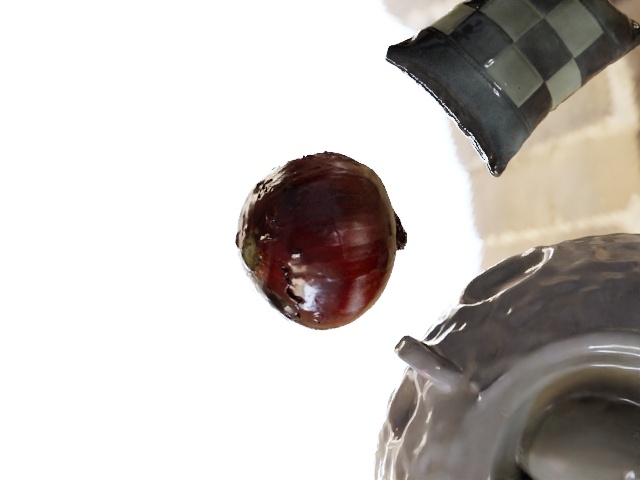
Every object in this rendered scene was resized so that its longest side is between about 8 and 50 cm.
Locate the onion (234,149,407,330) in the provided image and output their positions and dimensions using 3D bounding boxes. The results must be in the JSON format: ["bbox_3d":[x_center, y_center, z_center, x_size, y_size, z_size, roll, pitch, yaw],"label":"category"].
[{"bbox_3d":[0.000,0.000,1.251,0.131,0.131,0.131,-59,-162,32],"label":"onion"}]

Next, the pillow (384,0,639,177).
[{"bbox_3d":[0.217,-0.211,1.929,0.250,0.186,0.106,-40,175,-14],"label":"pillow"}]

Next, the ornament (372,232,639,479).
[{"bbox_3d":[0.206,0.160,1.214,0.337,0.337,0.337,-59,-162,32],"label":"ornament"}]
